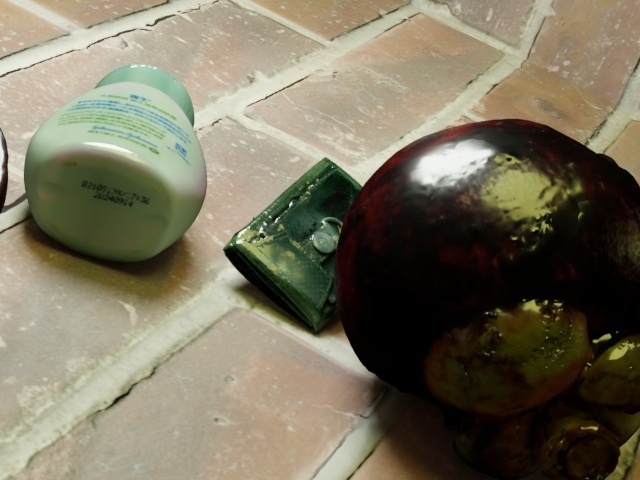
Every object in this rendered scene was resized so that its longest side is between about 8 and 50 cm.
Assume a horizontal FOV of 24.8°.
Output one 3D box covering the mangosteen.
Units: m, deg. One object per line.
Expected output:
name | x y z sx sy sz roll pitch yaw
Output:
mangosteen | 0.226 0.059 1.645 0.421 0.381 0.381 43 30 16

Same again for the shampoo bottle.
shampoo bottle | -0.245 -0.114 1.835 0.222 0.151 0.349 14 27 -5

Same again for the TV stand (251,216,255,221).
TV stand | 0.026 0.034 1.893 0.256 0.040 0.049 17 25 -11

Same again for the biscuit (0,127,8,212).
biscuit | -0.523 -0.129 1.570 0.407 0.091 0.407 27 35 -21

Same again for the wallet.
wallet | 0.001 -0.001 1.839 0.160 0.055 0.236 43 48 4
